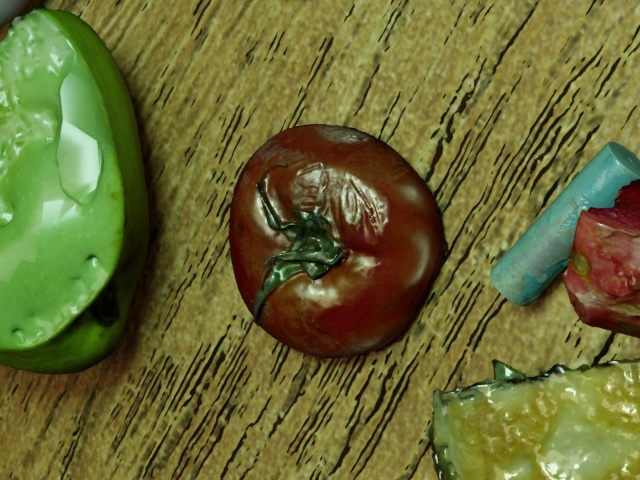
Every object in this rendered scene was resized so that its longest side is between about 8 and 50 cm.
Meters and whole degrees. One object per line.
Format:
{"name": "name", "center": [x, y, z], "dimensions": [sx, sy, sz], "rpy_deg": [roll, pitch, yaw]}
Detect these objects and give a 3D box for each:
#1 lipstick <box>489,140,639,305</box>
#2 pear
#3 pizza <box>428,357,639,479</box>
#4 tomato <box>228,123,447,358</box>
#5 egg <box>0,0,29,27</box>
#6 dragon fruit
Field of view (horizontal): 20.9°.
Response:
{"name": "lipstick", "center": [0.209, -0.012, 1.474], "dimensions": [0.158, 0.048, 0.048], "rpy_deg": [-50, 64, 25]}
{"name": "pear", "center": [-0.292, -0.018, 1.730], "dimensions": [0.342, 0.238, 0.318], "rpy_deg": [-33, 83, 13]}
{"name": "pizza", "center": [0.244, 0.245, 1.433], "dimensions": [0.392, 0.080, 0.435], "rpy_deg": [21, 101, 33]}
{"name": "tomato", "center": [-0.002, -0.002, 1.596], "dimensions": [0.228, 0.101, 0.228], "rpy_deg": [1, 91, 32]}
{"name": "egg", "center": [-0.356, -0.351, 1.789], "dimensions": [0.196, 0.196, 0.271], "rpy_deg": [-8, 86, 35]}
{"name": "dragon fruit", "center": [0.313, 0.032, 1.291], "dimensions": [0.211, 0.262, 0.134], "rpy_deg": [24, 119, 35]}
